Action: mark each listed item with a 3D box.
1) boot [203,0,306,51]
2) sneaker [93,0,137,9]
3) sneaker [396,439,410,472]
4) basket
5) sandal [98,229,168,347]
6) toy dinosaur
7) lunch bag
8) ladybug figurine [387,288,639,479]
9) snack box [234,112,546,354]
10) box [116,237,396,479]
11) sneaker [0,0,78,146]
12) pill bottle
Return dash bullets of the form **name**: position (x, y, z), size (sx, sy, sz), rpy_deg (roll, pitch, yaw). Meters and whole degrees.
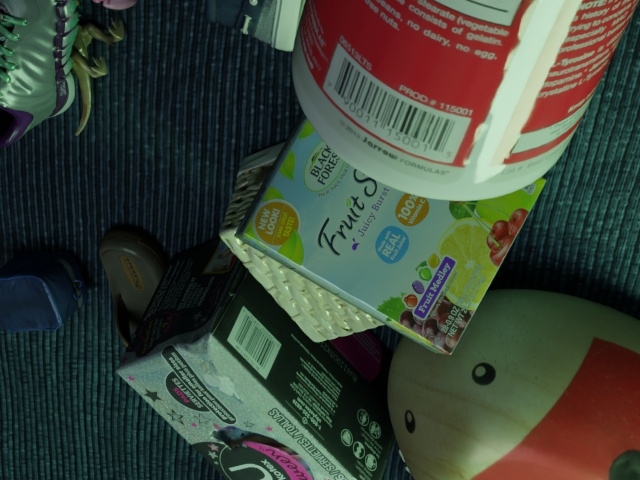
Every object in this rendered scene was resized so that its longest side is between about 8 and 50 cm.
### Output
- **boot**: position (-0.048, -0.230, 1.583), size (0.086, 0.069, 0.190), rpy_deg (18, 141, 4)
- **sneaker**: position (-0.207, -0.242, 1.679), size (0.119, 0.047, 0.057), rpy_deg (21, 117, 5)
- **sneaker**: position (0.155, 0.256, 2.005), size (0.106, 0.078, 0.234), rpy_deg (1, 133, 29)
- **basket**: position (0.000, 0.000, 1.784), size (0.113, 0.103, 0.167), rpy_deg (-18, 124, 38)
- **sandal**: position (-0.169, 0.082, 1.990), size (0.090, 0.060, 0.219), rpy_deg (2, 135, 25)
- **toy dinosaur**: position (-0.220, -0.176, 1.756), size (0.092, 0.053, 0.183), rpy_deg (10, 138, 42)
- **lunch bag**: position (-0.286, 0.049, 2.009), size (0.098, 0.065, 0.067), rpy_deg (-3, 118, 30)
- **ladybug figurine**: position (0.254, 0.228, 1.830), size (0.449, 0.162, 0.305), rpy_deg (35, 126, -17)
- **snack box**: position (0.058, -0.027, 1.669), size (0.207, 0.174, 0.070), rpy_deg (29, 173, -6)
- **box**: position (-0.052, 0.134, 1.908), size (0.142, 0.163, 0.247), rpy_deg (-22, 121, 39)
- **sneaker**: position (-0.262, -0.161, 1.670), size (0.083, 0.098, 0.224), rpy_deg (30, 149, 21)
- **pill bottle**: position (0.128, -0.233, 1.371), size (0.229, 0.229, 0.408), rpy_deg (23, 140, 2)
